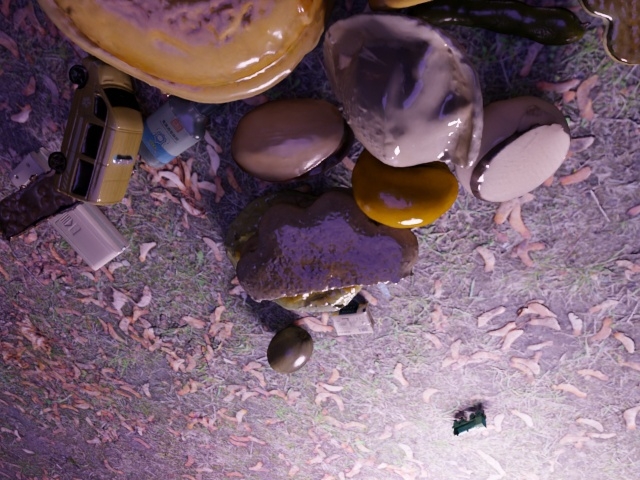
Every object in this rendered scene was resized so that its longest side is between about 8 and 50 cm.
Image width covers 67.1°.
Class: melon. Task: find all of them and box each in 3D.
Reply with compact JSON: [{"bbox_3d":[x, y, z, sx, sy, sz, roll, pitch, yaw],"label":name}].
[{"bbox_3d":[-0.072,0.253,1.108,0.098,0.098,0.130,37,120,-7],"label":"melon"}]

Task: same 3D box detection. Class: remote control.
[{"bbox_3d":[-0.561,-0.067,1.086,0.103,0.055,0.277,-29,106,28],"label":"remote control"}]

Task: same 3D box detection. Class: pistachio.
[{"bbox_3d":[-0.053,-0.169,0.825,0.215,0.144,0.143,-4,119,21],"label":"pistachio"}]

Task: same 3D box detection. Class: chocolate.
[{"bbox_3d":[-0.530,-0.106,0.999,0.329,0.065,0.102,-27,95,7],"label":"chocolate"}]

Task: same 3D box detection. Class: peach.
[{"bbox_3d":[0.136,-0.096,0.789,0.179,0.179,0.103,15,132,8],"label":"peach"}]

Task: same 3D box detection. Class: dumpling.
[{"bbox_3d":[0.098,-0.207,0.658,0.244,0.175,0.227,5,153,17],"label":"dumpling"}]

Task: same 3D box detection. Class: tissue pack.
[{"bbox_3d":[0.070,0.171,1.049,0.083,0.042,0.062,-11,118,22],"label":"tissue pack"}]

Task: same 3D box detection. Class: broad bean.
[{"bbox_3d":[0.247,-0.320,0.695,0.256,0.052,0.052,12,85,12],"label":"broad bean"}]

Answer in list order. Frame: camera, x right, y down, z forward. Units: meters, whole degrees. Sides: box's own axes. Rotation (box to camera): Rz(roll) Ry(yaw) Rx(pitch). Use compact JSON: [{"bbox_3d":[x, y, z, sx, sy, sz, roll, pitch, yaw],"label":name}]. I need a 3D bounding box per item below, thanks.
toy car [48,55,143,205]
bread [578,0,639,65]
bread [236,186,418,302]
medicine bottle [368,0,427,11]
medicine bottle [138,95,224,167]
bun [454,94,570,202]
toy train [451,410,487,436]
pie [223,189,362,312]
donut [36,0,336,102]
[{"bbox_3d":[-0.397,-0.196,0.885,0.125,0.101,0.256,25,104,11],"label":"toy car"},{"bbox_3d":[0.436,-0.354,0.614,0.208,0.056,0.286,-7,118,17],"label":"bread"},{"bbox_3d":[0.000,0.004,0.862,0.338,0.102,0.183,-10,111,16],"label":"bread"},{"bbox_3d":[0.147,-0.414,0.555,0.238,0.238,0.231,-8,117,21],"label":"medicine bottle"},{"bbox_3d":[-0.267,-0.217,0.906,0.209,0.053,0.090,-26,105,29],"label":"medicine bottle"},{"bbox_3d":[0.283,-0.148,0.744,0.173,0.119,0.172,-14,143,-10],"label":"bun"},{"bbox_3d":[0.346,0.430,1.123,0.092,0.045,0.029,-36,103,28],"label":"toy train"},{"bbox_3d":[-0.047,0.030,0.984,0.307,0.071,0.306,7,122,11],"label":"pie"},{"bbox_3d":[-0.181,-0.407,0.642,0.449,0.198,0.448,-1,114,-2],"label":"donut"}]
